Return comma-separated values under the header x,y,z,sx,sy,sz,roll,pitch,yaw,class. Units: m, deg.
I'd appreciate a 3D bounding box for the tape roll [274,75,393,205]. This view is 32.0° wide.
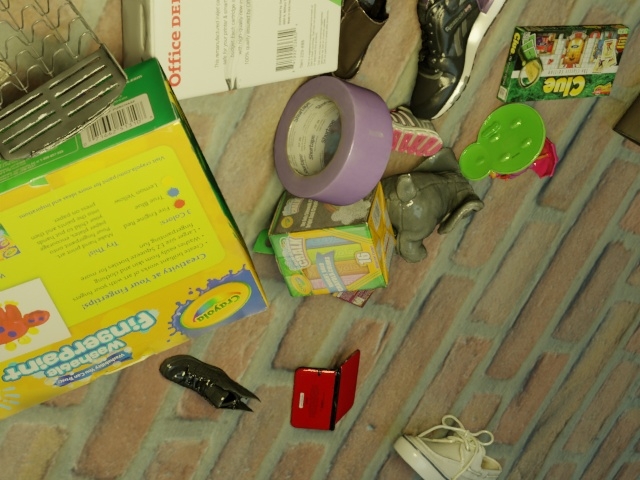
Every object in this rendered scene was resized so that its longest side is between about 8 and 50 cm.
x,y,z,sx,sy,sz,roll,pitch,yaw,class
0.018,-0.151,1.704,0.080,0.189,0.189,12,112,-41,tape roll

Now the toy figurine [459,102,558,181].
x,y,z,sx,sy,sz,roll,pitch,yaw,class
0.358,-0.148,2.015,0.173,0.130,0.159,-36,148,21,toy figurine

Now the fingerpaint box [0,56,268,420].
x,y,z,sx,sy,sz,roll,pitch,yaw,class
-0.343,0.012,1.505,0.444,0.163,0.371,-23,134,0,fingerpaint box

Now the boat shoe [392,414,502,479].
x,y,z,sx,sy,sz,roll,pitch,yaw,class
0.292,0.450,2.348,0.156,0.136,0.367,-49,137,3,boat shoe

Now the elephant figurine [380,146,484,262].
x,y,z,sx,sy,sz,roll,pitch,yaw,class
0.201,-0.076,1.919,0.239,0.186,0.169,-23,109,-25,elephant figurine

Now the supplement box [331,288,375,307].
x,y,z,sx,sy,sz,roll,pitch,yaw,class
0.053,0.079,1.988,0.083,0.043,0.055,26,102,-42,supplement box

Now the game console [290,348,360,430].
x,y,z,sx,sy,sz,roll,pitch,yaw,class
0.009,0.280,2.116,0.124,0.085,0.144,4,121,-2,game console

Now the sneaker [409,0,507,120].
x,y,z,sx,sy,sz,roll,pitch,yaw,class
0.189,-0.336,1.777,0.124,0.107,0.283,19,101,-30,sneaker

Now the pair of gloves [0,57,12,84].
x,y,z,sx,sy,sz,roll,pitch,yaw,class
-0.441,-0.142,1.486,0.240,0.042,0.204,28,107,-37,pair of gloves

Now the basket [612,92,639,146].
x,y,z,sx,sy,sz,roll,pitch,yaw,class
0.694,-0.269,2.134,0.204,0.154,0.227,20,103,-40,basket

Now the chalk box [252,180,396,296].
x,y,z,sx,sy,sz,roll,pitch,yaw,class
0.000,0.000,1.796,0.213,0.132,0.132,-7,124,19,chalk box

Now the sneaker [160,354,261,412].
x,y,z,sx,sy,sz,roll,pitch,yaw,class
-0.188,0.248,1.901,0.170,0.089,0.051,22,106,-43,sneaker

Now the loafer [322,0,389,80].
x,y,z,sx,sy,sz,roll,pitch,yaw,class
0.057,-0.335,1.682,0.080,0.078,0.220,-1,120,-34,loafer

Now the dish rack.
x,y,z,sx,sy,sz,roll,pitch,yaw,class
-0.374,-0.241,1.346,0.208,0.271,0.074,-35,176,-9,dish rack

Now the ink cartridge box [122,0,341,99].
x,y,z,sx,sy,sz,roll,pitch,yaw,class
-0.122,-0.326,1.532,0.289,0.121,0.211,-14,127,-27,ink cartridge box

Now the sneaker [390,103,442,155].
x,y,z,sx,sy,sz,roll,pitch,yaw,class
0.118,-0.190,1.842,0.170,0.075,0.063,11,133,-16,sneaker

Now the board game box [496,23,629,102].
x,y,z,sx,sy,sz,roll,pitch,yaw,class
0.437,-0.318,1.998,0.259,0.030,0.136,-8,126,-31,board game box
